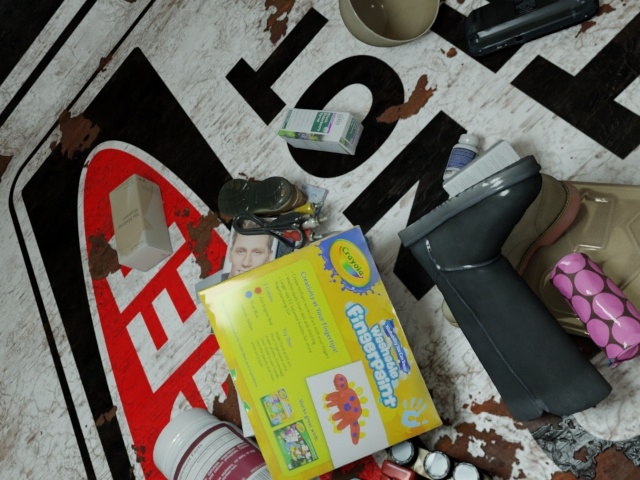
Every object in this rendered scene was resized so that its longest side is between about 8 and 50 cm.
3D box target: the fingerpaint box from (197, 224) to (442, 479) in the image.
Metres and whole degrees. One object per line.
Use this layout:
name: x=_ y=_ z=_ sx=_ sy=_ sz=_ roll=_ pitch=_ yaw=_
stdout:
fingerpaint box: x=-0.001 y=0.242 z=1.175 sx=0.371 sy=0.163 sz=0.444 roll=-23 pitch=87 yaw=0

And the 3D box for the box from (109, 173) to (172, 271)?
box: x=-0.636 y=-0.062 z=1.902 sx=0.148 sy=0.121 sz=0.311 roll=-33 pitch=58 yaw=19

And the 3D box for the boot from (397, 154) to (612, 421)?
boot: x=0.365 y=0.107 z=0.969 sx=0.146 sy=0.367 sz=0.445 roll=-28 pitch=84 yaw=-23

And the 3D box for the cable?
cable: x=-0.116 y=-0.027 z=1.475 sx=0.287 sy=0.072 sz=0.139 roll=-9 pitch=67 yaw=32

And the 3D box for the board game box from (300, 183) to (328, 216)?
board game box: x=-0.032 y=-0.115 z=1.586 sx=0.090 sy=0.020 sz=0.090 roll=19 pitch=85 yaw=37

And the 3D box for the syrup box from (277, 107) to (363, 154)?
syrup box: x=0.000 y=-0.324 z=1.595 sx=0.237 sy=0.096 sz=0.093 roll=14 pitch=81 yaw=37

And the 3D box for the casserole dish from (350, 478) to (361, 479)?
casserole dish: x=0.109 y=0.627 z=1.214 sx=0.188 sy=0.037 sz=0.114 roll=37 pitch=95 yaw=37

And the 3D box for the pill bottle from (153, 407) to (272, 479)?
pill bottle: x=-0.226 y=0.594 z=1.331 sx=0.392 sy=0.224 sz=0.224 roll=23 pitch=87 yaw=37

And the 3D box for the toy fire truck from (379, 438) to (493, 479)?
toy fire truck: x=0.225 y=0.563 z=1.110 sx=0.217 sy=0.158 sz=0.246 roll=10 pitch=69 yaw=35

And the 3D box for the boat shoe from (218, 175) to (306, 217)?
boat shoe: x=-0.179 y=-0.118 z=1.626 sx=0.324 sy=0.120 sz=0.122 roll=3 pitch=82 yaw=42

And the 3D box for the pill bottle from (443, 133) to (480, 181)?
pill bottle: x=0.353 y=-0.198 z=1.333 sx=0.067 sy=0.067 sz=0.120 roll=15 pitch=82 yaw=36

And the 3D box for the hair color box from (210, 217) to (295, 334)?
hair color box: x=-0.188 y=0.112 z=1.544 sx=0.174 sy=0.105 sz=0.347 roll=2 pitch=73 yaw=26

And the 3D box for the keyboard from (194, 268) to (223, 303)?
keyboard: x=-0.296 y=0.119 z=1.683 sx=0.256 sy=0.014 sz=0.072 roll=-27 pitch=55 yaw=22

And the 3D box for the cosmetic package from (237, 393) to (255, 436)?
cosmetic package: x=-0.107 y=0.389 z=1.371 sx=0.151 sy=0.151 sz=0.183 roll=-27 pitch=61 yaw=22

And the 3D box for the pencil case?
pencil case: x=0.516 y=0.127 z=1.005 sx=0.095 sy=0.098 sz=0.209 roll=-12 pitch=54 yaw=-14

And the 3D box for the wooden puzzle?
wooden puzzle: x=0.588 y=0.045 z=1.089 sx=0.348 sy=0.080 sz=0.322 roll=8 pitch=78 yaw=40

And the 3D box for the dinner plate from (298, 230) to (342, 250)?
dinner plate: x=0.000 y=0.000 z=1.458 sx=0.141 sy=0.141 sz=0.017 roll=-19 pitch=99 yaw=27

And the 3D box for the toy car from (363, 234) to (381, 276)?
toy car: x=0.016 y=0.088 z=1.344 sx=0.210 sy=0.238 sz=0.219 roll=-22 pitch=63 yaw=26

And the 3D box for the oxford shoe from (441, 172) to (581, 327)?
oxford shoe: x=0.364 y=0.018 z=1.156 sx=0.397 sy=0.147 sz=0.140 roll=-59 pitch=29 yaw=21

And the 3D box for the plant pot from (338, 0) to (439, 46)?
plant pot: x=0.167 y=-0.671 z=1.533 sx=0.191 sy=0.284 sz=0.284 roll=-5 pitch=66 yaw=71

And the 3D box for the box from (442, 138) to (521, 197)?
box: x=0.387 y=-0.130 z=1.238 sx=0.170 sy=0.091 sz=0.130 roll=-37 pitch=92 yaw=17

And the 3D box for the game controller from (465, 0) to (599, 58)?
game controller: x=0.526 y=-0.576 z=1.371 sx=0.319 sy=0.067 sz=0.166 roll=-12 pitch=52 yaw=29
